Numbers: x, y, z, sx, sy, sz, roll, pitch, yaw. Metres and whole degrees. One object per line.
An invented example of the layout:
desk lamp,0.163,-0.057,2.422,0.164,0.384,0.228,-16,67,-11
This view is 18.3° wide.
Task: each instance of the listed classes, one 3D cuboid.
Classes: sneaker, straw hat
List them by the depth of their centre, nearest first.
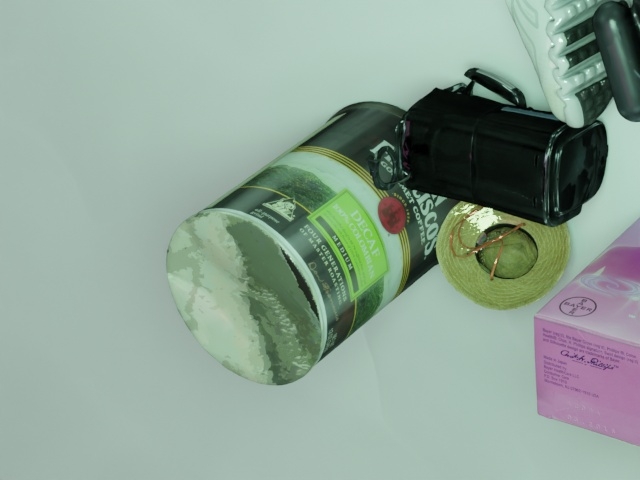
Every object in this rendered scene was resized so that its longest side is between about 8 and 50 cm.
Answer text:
sneaker,0.213,-0.251,1.889,0.118,0.110,0.292,2,110,49
straw hat,0.198,0.015,2.093,0.144,0.144,0.061,28,171,25

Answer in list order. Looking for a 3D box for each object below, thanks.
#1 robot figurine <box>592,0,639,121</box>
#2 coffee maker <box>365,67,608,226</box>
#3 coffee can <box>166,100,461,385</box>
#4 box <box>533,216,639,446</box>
robot figurine,0.369,-0.185,1.731,0.173,0.209,0.278,2,119,55
coffee maker,0.172,-0.076,1.978,0.178,0.171,0.120,16,140,36
coffee can,0.000,0.000,2.102,0.201,0.275,0.201,22,130,29
box,0.354,0.087,1.875,0.213,0.243,0.117,17,126,34
